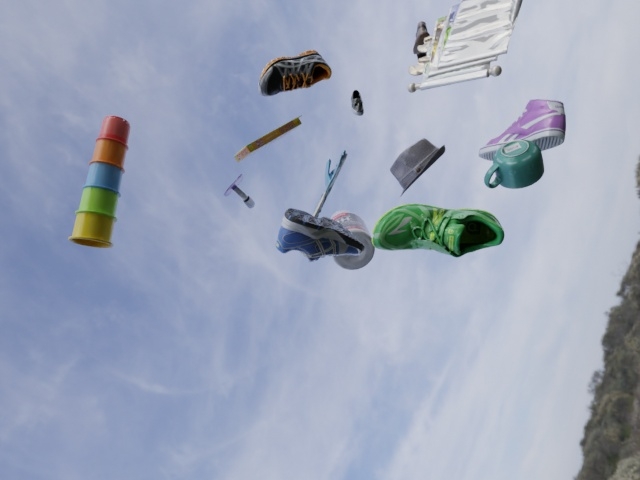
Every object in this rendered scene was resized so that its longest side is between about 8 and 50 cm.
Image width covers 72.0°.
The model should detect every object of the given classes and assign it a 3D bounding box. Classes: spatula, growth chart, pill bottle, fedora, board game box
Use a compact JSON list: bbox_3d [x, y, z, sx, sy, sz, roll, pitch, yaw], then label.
[{"bbox_3d":[-0.257,-0.148,1.450,0.084,0.030,0.296,-49,-12,-5],"label":"spatula"},{"bbox_3d":[0.243,-0.340,0.715,0.021,0.172,0.237,41,-111,-45],"label":"growth chart"},{"bbox_3d":[0.116,-0.018,1.863,0.318,0.177,0.176,-102,8,-67],"label":"pill bottle"},{"bbox_3d":[0.382,-0.319,1.821,0.275,0.124,0.244,-47,-2,36],"label":"fedora"},{"bbox_3d":[-0.176,-0.360,1.550,0.259,0.124,0.039,-40,-77,-28],"label":"board game box"}]

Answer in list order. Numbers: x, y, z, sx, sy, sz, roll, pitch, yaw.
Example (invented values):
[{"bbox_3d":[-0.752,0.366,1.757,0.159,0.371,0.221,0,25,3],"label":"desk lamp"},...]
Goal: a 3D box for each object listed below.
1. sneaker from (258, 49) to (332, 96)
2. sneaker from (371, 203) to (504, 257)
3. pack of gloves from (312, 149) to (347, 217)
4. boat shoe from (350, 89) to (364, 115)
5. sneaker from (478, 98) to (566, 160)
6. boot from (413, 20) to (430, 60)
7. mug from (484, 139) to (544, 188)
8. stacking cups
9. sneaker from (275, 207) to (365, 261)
[{"bbox_3d":[-0.063,-0.416,1.110,0.215,0.083,0.084,-35,-26,-23],"label":"sneaker"},{"bbox_3d":[0.262,-0.024,0.976,0.123,0.296,0.109,-96,2,-75],"label":"sneaker"},{"bbox_3d":[0.014,-0.170,1.336,0.231,0.046,0.195,-64,0,4],"label":"pack of gloves"},{"bbox_3d":[0.141,-0.536,1.714,0.040,0.049,0.142,96,170,-46],"label":"boat shoe"},{"bbox_3d":[0.627,-0.346,1.376,0.102,0.282,0.160,15,-104,-32],"label":"sneaker"},{"bbox_3d":[0.229,-0.456,0.992,0.118,0.042,0.086,67,-154,-72],"label":"boot"},{"bbox_3d":[0.555,-0.217,1.255,0.157,0.130,0.097,-49,-50,-22],"label":"mug"},{"bbox_3d":[-0.514,-0.145,1.041,0.096,0.096,0.315,21,-110,-53],"label":"stacking cups"},{"bbox_3d":[0.000,0.000,0.874,0.211,0.080,0.081,17,-70,-37],"label":"sneaker"}]
